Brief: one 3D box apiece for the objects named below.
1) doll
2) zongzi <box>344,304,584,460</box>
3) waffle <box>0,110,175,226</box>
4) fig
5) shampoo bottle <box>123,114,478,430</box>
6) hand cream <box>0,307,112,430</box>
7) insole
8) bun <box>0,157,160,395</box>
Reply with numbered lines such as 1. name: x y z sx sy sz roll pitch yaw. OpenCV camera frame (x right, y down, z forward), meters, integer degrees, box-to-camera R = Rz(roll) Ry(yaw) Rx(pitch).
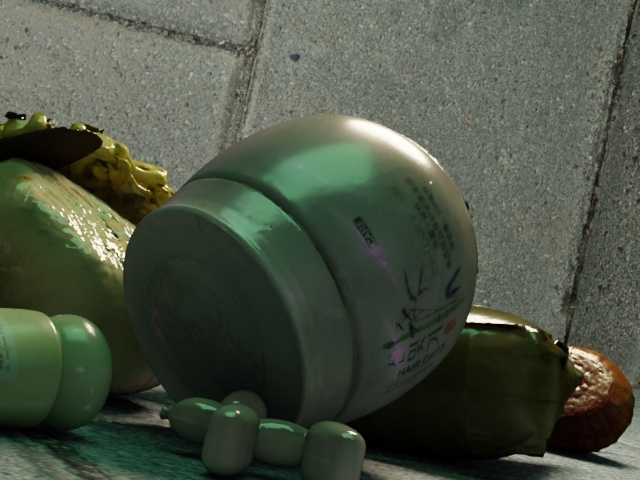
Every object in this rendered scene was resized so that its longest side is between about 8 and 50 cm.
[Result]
1. doll: -0.048 0.156 1.369 0.161 0.059 0.160 11 0 -7
2. zongzi: 0.118 0.134 1.834 0.322 0.160 0.360 11 5 16
3. waffle: -0.275 -0.051 1.837 0.262 0.060 0.280 -11 -34 40
4. fig: 0.319 0.215 2.142 0.146 0.134 0.201 43 -8 26
5. shampoo bottle: -0.015 0.034 1.545 0.273 0.273 0.266 11 30 41
6. hand cream: -0.302 0.088 1.290 0.305 0.093 0.147 10 19 -36
7. insole: -0.366 -0.064 1.718 0.327 0.007 0.111 -14 -20 17
8. bun: -0.242 0.045 1.674 0.273 0.168 0.273 44 5 -5
